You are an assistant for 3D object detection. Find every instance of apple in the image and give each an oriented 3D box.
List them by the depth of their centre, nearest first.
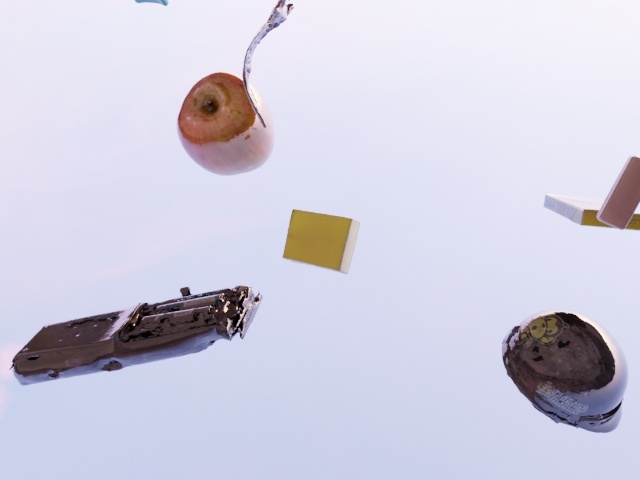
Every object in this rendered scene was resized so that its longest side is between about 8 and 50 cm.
[{"bbox_3d":[-0.232,-0.286,1.646,0.242,0.241,0.242,-5,-110,15],"label":"apple"}]

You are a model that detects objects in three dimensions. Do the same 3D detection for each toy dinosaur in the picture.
[{"bbox_3d":[-0.052,-0.374,1.156,0.113,0.206,0.327,28,-105,-9],"label":"toy dinosaur"}]

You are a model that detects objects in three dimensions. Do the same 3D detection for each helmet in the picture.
[{"bbox_3d":[0.514,0.241,1.303,0.279,0.160,0.230,30,-140,8],"label":"helmet"}]

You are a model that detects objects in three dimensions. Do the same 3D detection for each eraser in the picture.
[{"bbox_3d":[0.000,0.000,1.163,0.122,0.045,0.097,12,-94,27],"label":"eraser"}]

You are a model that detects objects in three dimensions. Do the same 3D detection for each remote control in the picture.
[{"bbox_3d":[-0.285,0.138,0.974,0.399,0.062,0.144,-14,-156,19],"label":"remote control"}]

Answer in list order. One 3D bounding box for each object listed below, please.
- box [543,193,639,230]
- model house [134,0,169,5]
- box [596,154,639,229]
[{"bbox_3d":[0.608,-0.065,1.441,0.153,0.040,0.279,6,-169,2],"label":"box"},{"bbox_3d":[-0.356,-0.577,1.384,0.149,0.100,0.127,-34,-113,4],"label":"model house"},{"bbox_3d":[0.484,-0.076,1.032,0.048,0.115,0.025,24,-169,2],"label":"box"}]
